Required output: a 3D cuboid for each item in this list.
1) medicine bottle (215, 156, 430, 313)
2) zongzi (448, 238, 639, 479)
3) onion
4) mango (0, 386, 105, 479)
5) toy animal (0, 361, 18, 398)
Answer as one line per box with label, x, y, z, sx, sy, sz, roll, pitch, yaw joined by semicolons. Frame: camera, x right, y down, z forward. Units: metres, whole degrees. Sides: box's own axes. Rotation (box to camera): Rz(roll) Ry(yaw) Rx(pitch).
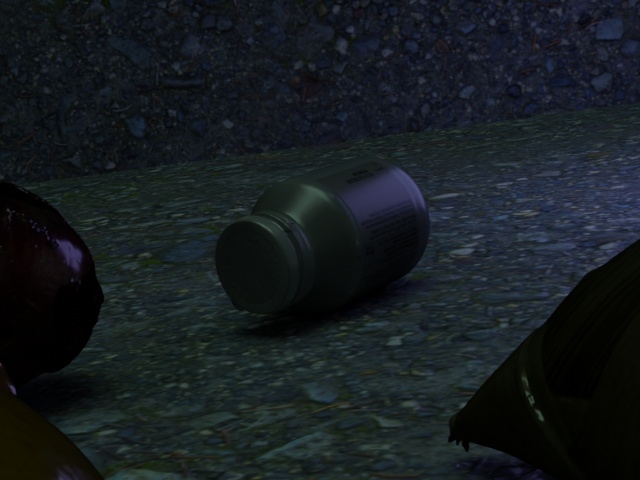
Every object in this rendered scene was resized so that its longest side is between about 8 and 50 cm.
medicine bottle;0.000;0.000;1.289;0.135;0.135;0.215;1;15;38
zongzi;0.170;0.147;0.540;0.467;0.218;0.500;-36;8;36
onion;-0.310;0.064;1.089;0.252;0.219;0.252;-7;-25;-3
mango;-0.199;0.151;0.479;0.264;0.221;0.378;-25;29;-36
toy animal;-0.371;0.105;0.846;0.338;0.216;0.191;-10;18;31
